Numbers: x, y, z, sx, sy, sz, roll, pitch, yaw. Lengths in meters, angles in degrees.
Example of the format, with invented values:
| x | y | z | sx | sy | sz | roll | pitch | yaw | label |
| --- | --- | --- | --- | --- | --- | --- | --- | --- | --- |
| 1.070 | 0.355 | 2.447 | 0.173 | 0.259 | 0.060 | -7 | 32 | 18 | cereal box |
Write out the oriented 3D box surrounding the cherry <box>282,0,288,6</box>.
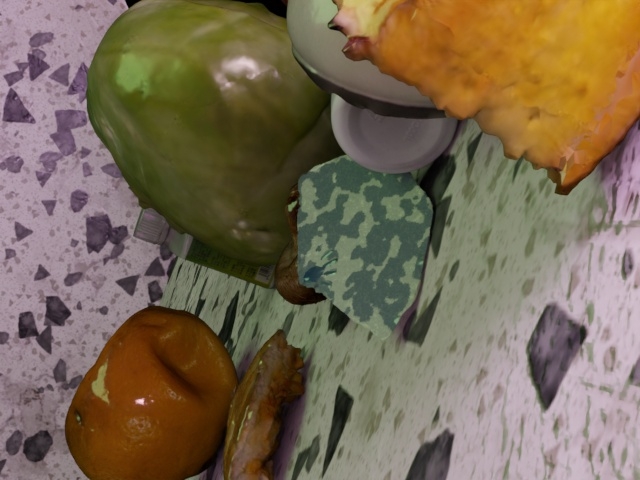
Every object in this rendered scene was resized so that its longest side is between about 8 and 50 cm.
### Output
| x | y | z | sx | sy | sz | roll | pitch | yaw | label |
| --- | --- | --- | --- | --- | --- | --- | --- | --- | --- |
| 0.043 | -0.314 | 1.166 | 0.206 | 0.239 | 0.239 | -31 | -26 | -54 | cherry |

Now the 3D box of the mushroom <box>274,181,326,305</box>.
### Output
| x | y | z | sx | sy | sz | roll | pitch | yaw | label |
| --- | --- | --- | --- | --- | --- | --- | --- | --- | --- |
| 0.007 | 0.003 | 1.074 | 0.126 | 0.085 | 0.109 | -45 | 42 | 32 | mushroom |

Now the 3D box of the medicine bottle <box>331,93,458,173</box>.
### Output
| x | y | z | sx | sy | sz | roll | pitch | yaw | label |
| --- | --- | --- | --- | --- | --- | --- | --- | --- | --- |
| 0.060 | -0.142 | 1.012 | 0.186 | 0.103 | 0.102 | -89 | 22 | -58 | medicine bottle |

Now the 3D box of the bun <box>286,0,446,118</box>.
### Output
| x | y | z | sx | sy | sz | roll | pitch | yaw | label |
| --- | --- | --- | --- | --- | --- | --- | --- | --- | --- |
| 0.063 | -0.176 | 0.860 | 0.172 | 0.173 | 0.119 | -88 | 5 | -57 | bun |

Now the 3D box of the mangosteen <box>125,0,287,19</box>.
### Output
| x | y | z | sx | sy | sz | roll | pitch | yaw | label |
| --- | --- | --- | --- | --- | --- | --- | --- | --- | --- |
| -0.099 | -0.444 | 1.784 | 0.435 | 0.382 | 0.382 | -6 | 58 | 38 | mangosteen |

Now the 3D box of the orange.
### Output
| x | y | z | sx | sy | sz | roll | pitch | yaw | label |
| --- | --- | --- | --- | --- | --- | --- | --- | --- | --- |
| -0.202 | 0.213 | 1.477 | 0.249 | 0.183 | 0.249 | -58 | -4 | -6 | orange |

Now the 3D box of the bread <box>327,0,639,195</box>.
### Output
| x | y | z | sx | sy | sz | roll | pitch | yaw | label |
| --- | --- | --- | --- | --- | --- | --- | --- | --- | --- |
| 0.090 | -0.204 | 0.648 | 0.179 | 0.194 | 0.340 | -46 | 40 | 24 | bread |

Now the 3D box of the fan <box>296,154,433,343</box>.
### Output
| x | y | z | sx | sy | sz | roll | pitch | yaw | label |
| --- | --- | --- | --- | --- | --- | --- | --- | --- | --- |
| 0.032 | -0.005 | 0.971 | 0.131 | 0.009 | 0.240 | -42 | 36 | 13 | fan |

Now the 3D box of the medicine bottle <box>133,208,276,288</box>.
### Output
| x | y | z | sx | sy | sz | roll | pitch | yaw | label |
| --- | --- | --- | --- | --- | --- | --- | --- | --- | --- |
| -0.139 | -0.014 | 1.533 | 0.132 | 0.189 | 0.088 | -122 | 53 | -77 | medicine bottle |

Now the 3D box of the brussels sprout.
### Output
| x | y | z | sx | sy | sz | roll | pitch | yaw | label |
| --- | --- | --- | --- | --- | --- | --- | --- | --- | --- |
| -0.082 | -0.116 | 1.204 | 0.247 | 0.328 | 0.328 | -47 | 8 | -8 | brussels sprout |

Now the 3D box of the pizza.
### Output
| x | y | z | sx | sy | sz | roll | pitch | yaw | label |
| --- | --- | --- | --- | --- | --- | --- | --- | --- | --- |
| -0.055 | 0.166 | 1.171 | 0.182 | 0.063 | 0.161 | -134 | 57 | -83 | pizza |
